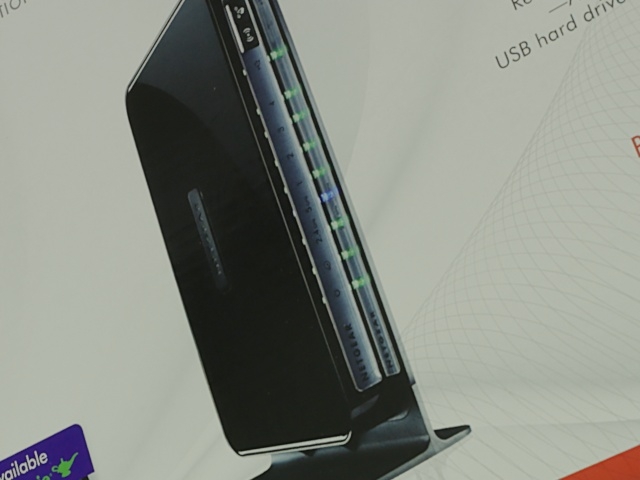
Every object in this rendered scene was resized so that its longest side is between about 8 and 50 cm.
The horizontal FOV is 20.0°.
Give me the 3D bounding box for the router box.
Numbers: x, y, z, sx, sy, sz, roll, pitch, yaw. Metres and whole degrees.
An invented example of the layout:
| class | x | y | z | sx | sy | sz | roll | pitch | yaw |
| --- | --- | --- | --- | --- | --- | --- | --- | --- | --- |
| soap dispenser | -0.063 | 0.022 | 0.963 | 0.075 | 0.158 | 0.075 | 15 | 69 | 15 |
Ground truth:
| class | x | y | z | sx | sy | sz | roll | pitch | yaw |
| --- | --- | --- | --- | --- | --- | --- | --- | --- | --- |
| router box | 0.000 | 0.000 | 0.568 | 0.335 | 0.082 | 0.301 | -28 | 69 | 22 |
